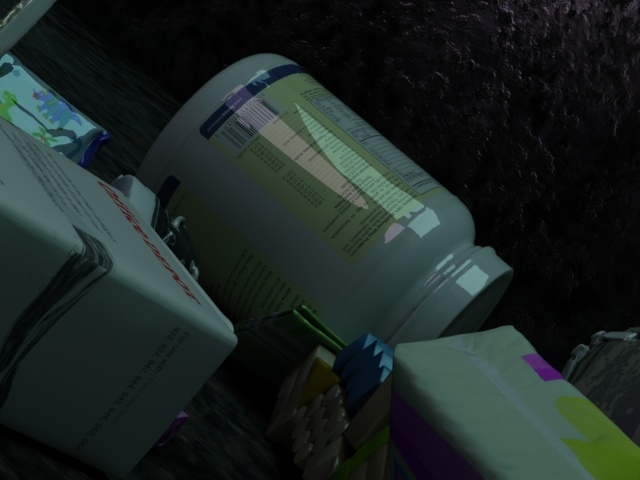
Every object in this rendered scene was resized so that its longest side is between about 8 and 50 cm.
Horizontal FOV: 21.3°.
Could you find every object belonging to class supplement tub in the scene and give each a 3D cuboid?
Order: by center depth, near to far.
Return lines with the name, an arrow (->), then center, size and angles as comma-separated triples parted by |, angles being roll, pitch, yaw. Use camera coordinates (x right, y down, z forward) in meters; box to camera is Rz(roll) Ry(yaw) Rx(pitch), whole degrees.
supplement tub -> 0.000, 0.000, 1.642 | 0.325, 0.235, 0.235 | 41, 6, 13

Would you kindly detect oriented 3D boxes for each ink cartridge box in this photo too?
ink cartridge box -> -0.205, -0.004, 0.949 | 0.273, 0.115, 0.198 | 34, 8, -40

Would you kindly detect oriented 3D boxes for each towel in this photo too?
towel -> -0.017, 0.098, 1.436 | 0.113, 0.023, 0.152 | 37, -29, -20

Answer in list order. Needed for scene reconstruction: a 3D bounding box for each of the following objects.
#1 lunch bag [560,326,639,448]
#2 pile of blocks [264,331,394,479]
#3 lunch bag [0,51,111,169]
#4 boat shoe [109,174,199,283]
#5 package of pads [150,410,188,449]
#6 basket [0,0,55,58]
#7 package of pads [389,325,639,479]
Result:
lunch bag -> 0.256, 0.178, 1.023 | 0.212, 0.256, 0.305 | -1, -3, -16
pile of blocks -> 0.061, 0.158, 1.234 | 0.112, 0.149, 0.362 | 37, 5, -16
lunch bag -> -0.239, -0.062, 1.193 | 0.129, 0.096, 0.151 | 41, -40, -10
boat shoe -> -0.140, 0.019, 1.299 | 0.102, 0.108, 0.301 | 37, -1, -9
package of pads -> -0.127, 0.097, 1.083 | 0.083, 0.032, 0.050 | 41, 7, 12
basket -> -0.275, -0.183, 1.113 | 0.167, 0.113, 0.103 | 11, -44, 28
package of pads -> 0.124, 0.211, 0.915 | 0.101, 0.229, 0.296 | -8, 24, -17
